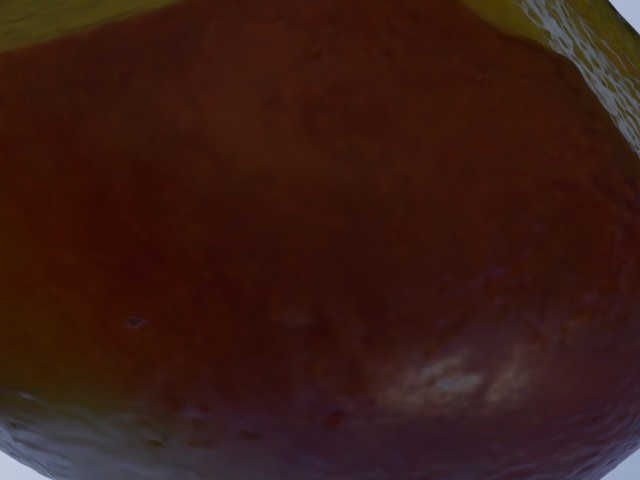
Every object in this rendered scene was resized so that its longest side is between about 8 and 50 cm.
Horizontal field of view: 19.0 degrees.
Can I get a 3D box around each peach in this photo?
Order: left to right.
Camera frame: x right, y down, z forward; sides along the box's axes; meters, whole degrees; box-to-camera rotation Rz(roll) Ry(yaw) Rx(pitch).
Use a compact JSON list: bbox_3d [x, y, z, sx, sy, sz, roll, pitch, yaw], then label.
[{"bbox_3d":[0.000,0.000,0.793,0.380,0.306,0.242,-10,-150,9],"label":"peach"}]
